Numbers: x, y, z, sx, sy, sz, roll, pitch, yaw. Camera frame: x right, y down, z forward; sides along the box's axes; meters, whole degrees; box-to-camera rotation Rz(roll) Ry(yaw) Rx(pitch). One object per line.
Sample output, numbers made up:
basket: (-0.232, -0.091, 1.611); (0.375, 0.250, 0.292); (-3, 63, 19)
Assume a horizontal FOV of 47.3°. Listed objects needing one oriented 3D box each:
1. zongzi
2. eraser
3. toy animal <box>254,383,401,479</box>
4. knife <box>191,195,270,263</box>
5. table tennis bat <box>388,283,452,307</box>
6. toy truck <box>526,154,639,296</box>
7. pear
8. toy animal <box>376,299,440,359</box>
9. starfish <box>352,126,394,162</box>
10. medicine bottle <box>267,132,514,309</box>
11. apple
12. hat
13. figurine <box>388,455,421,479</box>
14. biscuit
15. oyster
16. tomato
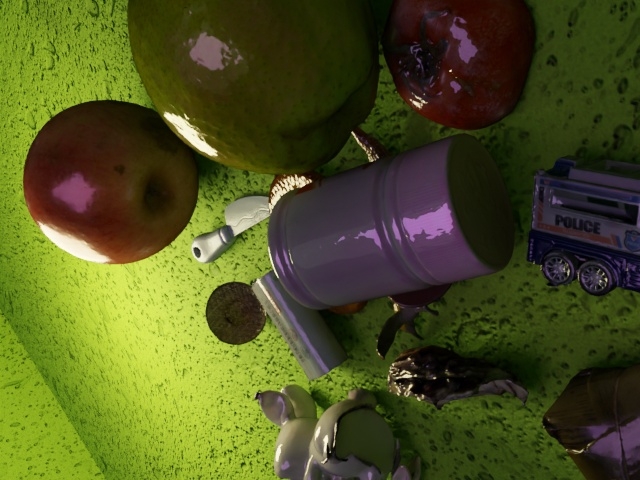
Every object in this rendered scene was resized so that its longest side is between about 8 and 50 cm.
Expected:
zongzi: (0.480, 0.275, 0.936); (0.300, 0.145, 0.273); (-36, 87, 44)
eraser: (-0.046, 0.164, 1.468); (0.227, 0.081, 0.174); (56, 166, 5)
toy animal: (0.003, 0.411, 1.491); (0.310, 0.183, 0.247); (-22, 71, 53)
knife: (-0.188, -0.037, 1.585); (0.331, 0.044, 0.080); (-33, 81, 45)
table tennis bat: (0.130, 0.004, 1.208); (0.234, 0.131, 0.022); (61, -172, 27)
toy truck: (0.396, -0.009, 0.879); (0.268, 0.124, 0.155); (17, 117, 44)
pear: (-0.083, -0.276, 1.070); (0.391, 0.391, 0.390); (25, 128, 38)
toy animal: (0.157, 0.126, 1.250); (0.095, 0.219, 0.155); (-28, 126, 35)
starfish: (0.142, -0.095, 1.172); (0.248, 0.050, 0.138); (22, 127, 22)
medicine bottle: (0.099, -0.019, 1.073); (0.316, 0.202, 0.202); (-15, 99, 37)
apple: (-0.432, -0.124, 1.564); (0.364, 0.364, 0.363); (25, 128, 38)
hat: (-0.185, 0.164, 1.676); (0.146, 0.067, 0.145); (0, 90, 10)
figurine: (0.159, 0.549, 1.455); (0.235, 0.127, 0.155); (-61, 42, 36)
biscuit: (0.000, 0.000, 1.365); (0.305, 0.038, 0.305); (39, 142, 38)
oyster: (0.208, 0.225, 1.186); (0.271, 0.275, 0.100); (8, 77, 30)
tomato: (0.174, -0.260, 1.009); (0.237, 0.095, 0.236); (26, 129, 38)
